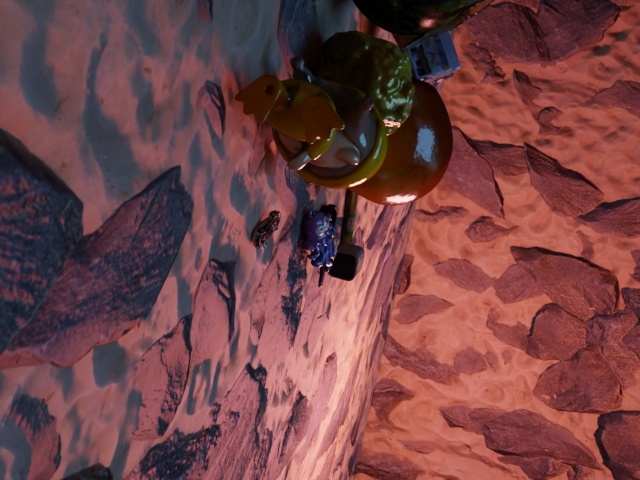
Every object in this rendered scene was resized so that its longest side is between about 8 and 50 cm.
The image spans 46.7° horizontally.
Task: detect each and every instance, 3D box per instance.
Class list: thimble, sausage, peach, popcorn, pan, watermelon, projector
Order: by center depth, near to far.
[{"bbox_3d":[0.081,-0.291,1.457,0.266,0.192,0.233,-4,-94,58],"label":"popcorn"},{"bbox_3d":[0.185,-0.558,1.476,0.285,0.285,0.285,14,90,-77],"label":"watermelon"},{"bbox_3d":[0.160,-0.239,1.703,0.332,0.307,0.308,73,33,-57],"label":"peach"},{"bbox_3d":[0.281,-0.591,1.830,0.150,0.270,0.271,61,20,-4],"label":"thimble"},{"bbox_3d":[0.006,0.011,1.843,0.115,0.040,0.212,57,43,-74],"label":"pan"},{"bbox_3d":[0.072,0.059,2.082,0.082,0.083,0.083,-42,144,-67],"label":"projector"},{"bbox_3d":[0.082,-0.047,2.129,0.033,0.032,0.269,-55,156,-57],"label":"sausage"}]

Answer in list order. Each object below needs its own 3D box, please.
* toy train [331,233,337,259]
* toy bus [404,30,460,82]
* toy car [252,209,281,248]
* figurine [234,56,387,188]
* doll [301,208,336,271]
[{"bbox_3d":[0.026,0.016,1.954,0.083,0.033,0.053,77,26,-64],"label":"toy train"},{"bbox_3d":[0.226,-0.421,1.864,0.109,0.136,0.329,68,-15,-3],"label":"toy bus"},{"bbox_3d":[-0.101,-0.023,1.388,0.093,0.025,0.041,-57,159,-46],"label":"toy car"},{"bbox_3d":[-0.002,-0.185,1.212,0.187,0.215,0.343,-51,171,8],"label":"figurine"},{"bbox_3d":[0.000,0.000,1.735,0.110,0.067,0.206,-56,148,-30],"label":"doll"}]
